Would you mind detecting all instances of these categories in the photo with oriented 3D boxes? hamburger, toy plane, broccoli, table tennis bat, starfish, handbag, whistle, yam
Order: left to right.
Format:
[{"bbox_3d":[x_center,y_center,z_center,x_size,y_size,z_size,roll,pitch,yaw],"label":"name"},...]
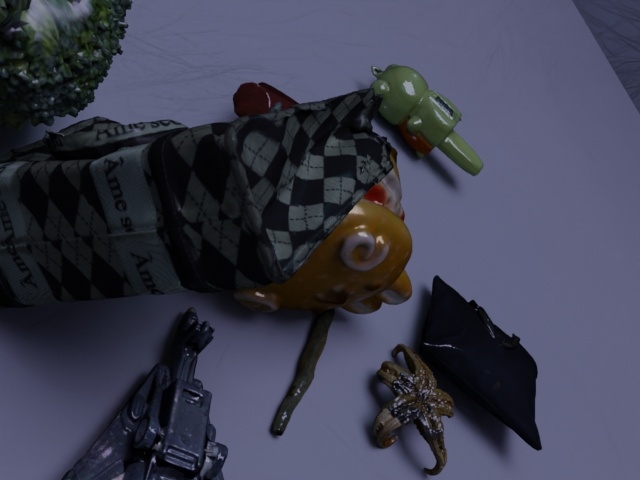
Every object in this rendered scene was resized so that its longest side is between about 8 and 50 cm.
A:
[{"bbox_3d":[-0.362,-0.234,0.892,0.301,0.249,0.375,-7,39,-24],"label":"broccoli"},{"bbox_3d":[-0.151,-0.057,0.839,0.316,0.416,0.180,-39,119,-53],"label":"handbag"},{"bbox_3d":[-0.153,0.183,0.884,0.204,0.103,0.316,30,43,-23],"label":"toy plane"},{"bbox_3d":[-0.018,0.171,1.090,0.027,0.029,0.234,20,42,5],"label":"yam"},{"bbox_3d":[-0.010,-0.158,1.211,0.268,0.051,0.414,43,11,19],"label":"table tennis bat"},{"bbox_3d":[0.000,0.000,1.076,0.302,0.260,0.186,39,36,-60],"label":"hamburger"},{"bbox_3d":[0.139,0.229,1.161,0.146,0.074,0.190,26,43,-20],"label":"starfish"},{"bbox_3d":[0.200,-0.230,1.552,0.288,0.106,0.131,44,37,-6],"label":"whistle"},{"bbox_3d":[0.261,0.184,1.288,0.254,0.088,0.211,42,29,-10],"label":"handbag"}]
